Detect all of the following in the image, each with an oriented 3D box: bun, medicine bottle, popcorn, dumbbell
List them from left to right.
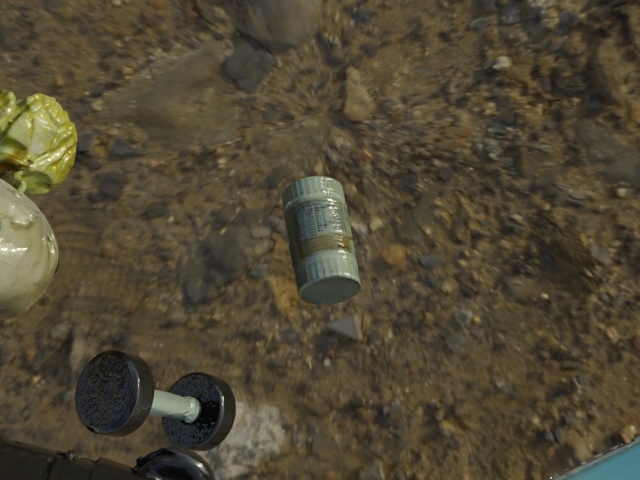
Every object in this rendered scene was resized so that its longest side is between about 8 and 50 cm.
[{"bbox_3d":[-0.365,-0.007,1.025,0.178,0.193,0.128,39,78,1],"label":"bun"},{"bbox_3d":[-0.368,-0.117,1.184,0.136,0.162,0.141,24,114,-33],"label":"popcorn"},{"bbox_3d":[-0.195,0.196,1.156,0.100,0.191,0.100,-11,69,30],"label":"dumbbell"},{"bbox_3d":[0.000,0.000,0.686,0.047,0.047,0.083,-12,61,2],"label":"medicine bottle"}]

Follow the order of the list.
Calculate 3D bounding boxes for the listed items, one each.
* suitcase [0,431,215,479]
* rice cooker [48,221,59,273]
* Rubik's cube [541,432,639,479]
[{"bbox_3d":[-0.184,0.282,0.427,0.188,0.345,0.339,16,106,-7],"label":"suitcase"},{"bbox_3d":[-0.466,0.015,1.392,0.165,0.106,0.112,-4,139,-14],"label":"rice cooker"},{"bbox_3d":[0.171,0.239,0.448,0.224,0.231,0.221,49,125,30],"label":"Rubik's cube"}]
